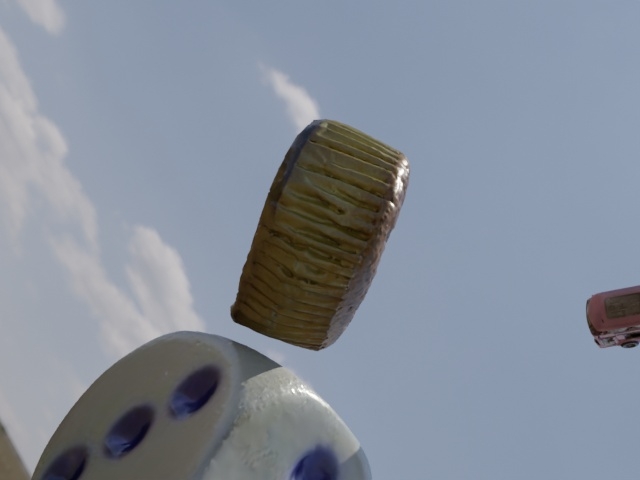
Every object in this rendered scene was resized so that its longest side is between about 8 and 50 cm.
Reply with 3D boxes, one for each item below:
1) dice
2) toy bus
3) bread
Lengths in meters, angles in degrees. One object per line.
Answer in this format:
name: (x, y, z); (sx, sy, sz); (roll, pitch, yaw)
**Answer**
dice: (-0.134, 0.304, 1.607); (0.277, 0.304, 0.304); (6, -37, 46)
toy bus: (0.443, 0.087, 1.820); (0.090, 0.203, 0.063); (44, 37, -60)
bread: (0.000, 0.000, 1.589); (0.142, 0.227, 0.253); (19, -46, 0)
